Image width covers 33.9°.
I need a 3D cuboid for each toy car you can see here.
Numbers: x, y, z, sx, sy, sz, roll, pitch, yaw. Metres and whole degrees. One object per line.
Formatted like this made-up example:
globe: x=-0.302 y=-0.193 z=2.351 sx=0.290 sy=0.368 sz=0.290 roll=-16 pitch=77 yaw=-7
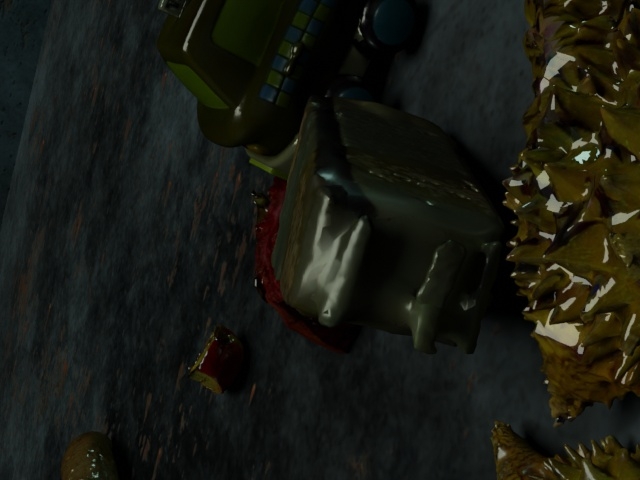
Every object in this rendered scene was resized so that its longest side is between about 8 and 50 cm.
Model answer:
toy car: x=-0.047 y=-0.198 z=0.958 sx=0.247 sy=0.198 sz=0.204 roll=-65 pitch=27 yaw=4

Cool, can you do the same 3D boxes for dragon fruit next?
dragon fruit: x=-0.019 y=-0.002 z=0.961 sx=0.122 sy=0.092 sz=0.192 roll=-60 pitch=32 yaw=35

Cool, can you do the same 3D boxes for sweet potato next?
sweet potato: x=-0.292 y=0.375 z=1.385 sx=0.341 sy=0.092 sz=0.114 roll=-108 pitch=13 yaw=-45

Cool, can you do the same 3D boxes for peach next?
peach: x=-0.115 y=0.138 z=1.150 sx=0.083 sy=0.050 sz=0.077 roll=-54 pitch=11 yaw=25

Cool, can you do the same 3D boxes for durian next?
durian: x=0.172 y=-0.074 z=0.583 sx=0.191 sy=0.112 sz=0.341 roll=-26 pitch=57 yaw=60
durian: x=0.138 y=0.167 z=0.600 sx=0.224 sy=0.078 sz=0.140 roll=47 pitch=123 yaw=57

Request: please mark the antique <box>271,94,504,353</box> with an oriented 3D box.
antique: x=0.040 y=-0.008 z=0.718 sx=0.284 sy=0.125 sz=0.150 roll=-103 pitch=26 yaw=-77
